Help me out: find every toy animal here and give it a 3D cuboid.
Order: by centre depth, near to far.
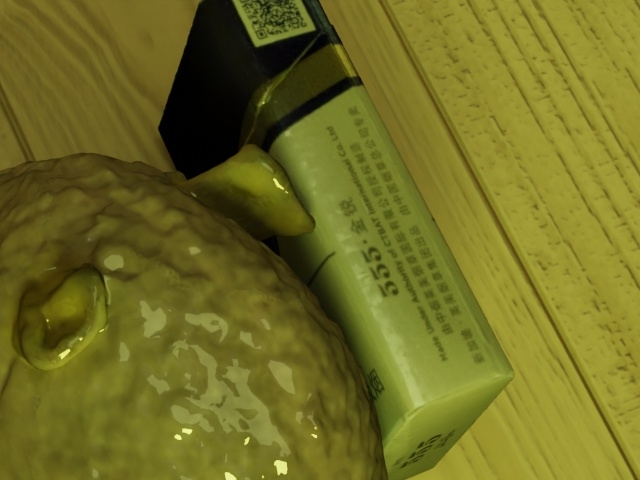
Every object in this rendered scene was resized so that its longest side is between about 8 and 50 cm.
[{"bbox_3d":[-0.079,0.099,0.981,0.358,0.226,0.188,50,46,10],"label":"toy animal"}]

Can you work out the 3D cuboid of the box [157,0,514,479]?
[{"bbox_3d":[0.000,0.000,1.077,0.071,0.168,0.259,-21,71,-22],"label":"box"}]
